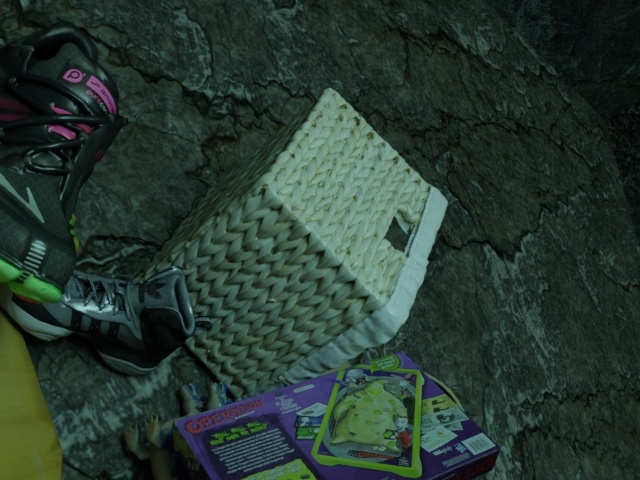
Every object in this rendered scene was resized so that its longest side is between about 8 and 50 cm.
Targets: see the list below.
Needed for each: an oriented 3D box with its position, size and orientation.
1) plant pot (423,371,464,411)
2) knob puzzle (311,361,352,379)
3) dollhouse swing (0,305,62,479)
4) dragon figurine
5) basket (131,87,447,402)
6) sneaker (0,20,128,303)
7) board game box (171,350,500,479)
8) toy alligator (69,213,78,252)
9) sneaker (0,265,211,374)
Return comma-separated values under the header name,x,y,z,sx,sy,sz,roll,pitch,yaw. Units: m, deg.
name,x,y,z,sx,sy,sz,roll,pitch,yaw
plant pot,0.097,0.349,1.182,0.237,0.237,0.254,-73,158,-47
knob puzzle,0.030,0.297,1.327,0.213,0.030,0.213,31,44,-35
dollhouse swing,-0.462,0.165,0.802,0.315,0.305,0.347,-22,80,-13
dragon figurine,-0.167,0.300,1.036,0.144,0.085,0.289,22,48,-40
basket,-0.036,0.009,1.205,0.266,0.331,0.328,47,36,-13
sneaker,-0.330,-0.123,0.945,0.185,0.202,0.483,41,18,-39
board game box,0.021,0.249,1.001,0.347,0.056,0.208,-11,41,-31
toy alligator,-0.351,-0.040,1.094,0.056,0.051,0.189,10,57,-47
sneaker,-0.254,0.069,1.013,0.268,0.153,0.101,40,33,-43
